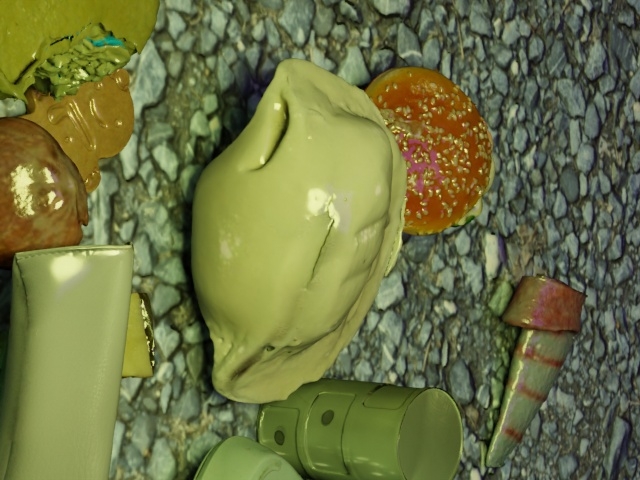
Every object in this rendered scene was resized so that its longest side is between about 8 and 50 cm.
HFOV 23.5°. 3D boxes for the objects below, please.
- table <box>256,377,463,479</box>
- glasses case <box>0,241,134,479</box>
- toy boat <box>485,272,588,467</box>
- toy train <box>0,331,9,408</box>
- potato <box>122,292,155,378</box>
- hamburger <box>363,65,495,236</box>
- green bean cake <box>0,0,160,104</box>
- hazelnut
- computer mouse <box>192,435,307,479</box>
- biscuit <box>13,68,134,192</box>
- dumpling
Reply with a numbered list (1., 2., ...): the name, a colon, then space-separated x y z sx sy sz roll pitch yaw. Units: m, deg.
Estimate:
1. table: 0.045 0.228 1.809 0.126 0.220 0.126 -1 91 -49
2. glasses case: -0.259 0.144 1.502 0.128 0.083 0.308 5 99 -28
3. toy boat: 0.303 0.197 2.224 0.206 0.096 0.282 28 77 -60
4. toy train: -0.302 0.165 1.552 0.071 0.038 0.148 18 75 -44
5. potato: -0.233 0.101 1.614 0.103 0.066 0.096 10 67 -43
6. hamburger: 0.121 -0.114 1.967 0.237 0.147 0.237 6 81 -46
7. green bean cake: -0.313 -0.215 1.428 0.285 0.202 0.310 65 35 -37
8. hazelnut: -0.296 -0.044 1.494 0.143 0.143 0.154 -25 107 -47
9. computer mouse: -0.069 0.347 1.769 0.288 0.097 0.159 62 38 -38
10. biscuit: -0.258 -0.116 1.622 0.184 0.027 0.133 -31 110 -45
11. dumpling: 0.000 0.000 1.768 0.315 0.233 0.395 7 96 -45
